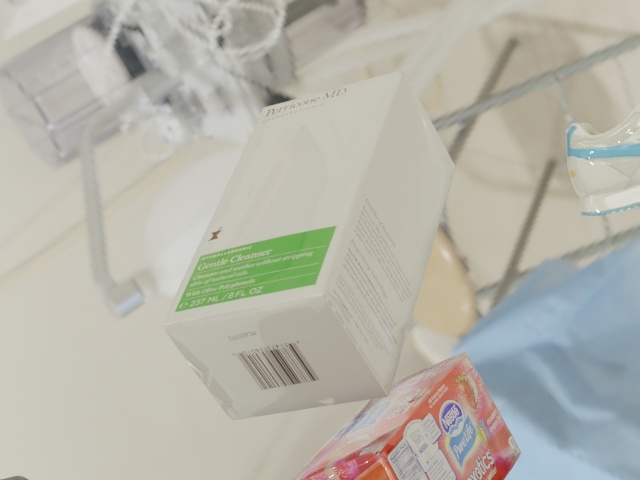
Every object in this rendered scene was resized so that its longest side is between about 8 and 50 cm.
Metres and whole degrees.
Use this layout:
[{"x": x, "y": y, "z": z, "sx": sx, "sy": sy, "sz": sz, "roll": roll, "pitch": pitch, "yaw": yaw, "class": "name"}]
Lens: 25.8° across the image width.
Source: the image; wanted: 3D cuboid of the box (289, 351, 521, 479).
[{"x": 0.087, "y": 0.227, "z": 1.384, "sx": 0.123, "sy": 0.257, "sz": 0.128, "roll": -26, "pitch": 95, "yaw": 29, "class": "box"}]

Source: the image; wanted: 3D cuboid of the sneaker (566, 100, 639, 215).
[{"x": 0.329, "y": -0.092, "z": 1.246, "sx": 0.087, "sy": 0.229, "sz": 0.092, "roll": -18, "pitch": -88, "yaw": -69, "class": "sneaker"}]

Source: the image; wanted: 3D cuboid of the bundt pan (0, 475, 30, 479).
[{"x": -0.353, "y": 0.409, "z": 1.549, "sx": 0.124, "sy": 0.331, "sz": 0.330, "roll": -84, "pitch": -17, "yaw": -50, "class": "bundt pan"}]

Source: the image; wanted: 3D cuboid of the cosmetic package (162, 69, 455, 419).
[{"x": 0.000, "y": 0.000, "z": 1.484, "sx": 0.197, "sy": 0.365, "sz": 0.155, "roll": -13, "pitch": 127, "yaw": 27, "class": "cosmetic package"}]
